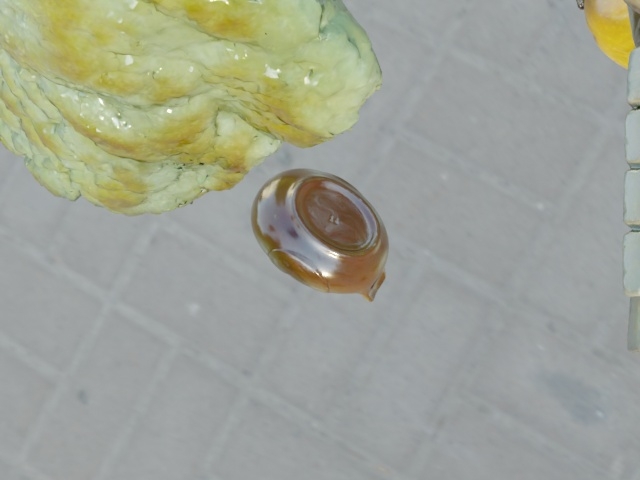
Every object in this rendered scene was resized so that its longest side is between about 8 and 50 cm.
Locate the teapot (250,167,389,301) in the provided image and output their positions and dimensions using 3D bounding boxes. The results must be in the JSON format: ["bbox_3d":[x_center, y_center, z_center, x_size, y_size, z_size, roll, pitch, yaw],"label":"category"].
[{"bbox_3d":[0.000,0.000,1.481,0.129,0.078,0.098,33,54,-9],"label":"teapot"}]

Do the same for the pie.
[{"bbox_3d":[-0.109,-0.109,0.716,0.105,0.257,0.274,-57,16,-17],"label":"pie"}]

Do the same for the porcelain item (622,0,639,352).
[{"bbox_3d":[0.123,-0.071,0.586,0.054,0.084,0.213,-5,86,39],"label":"porcelain item"}]

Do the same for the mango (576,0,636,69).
[{"bbox_3d":[0.425,-0.247,1.745,0.359,0.144,0.187,-12,74,8],"label":"mango"}]
